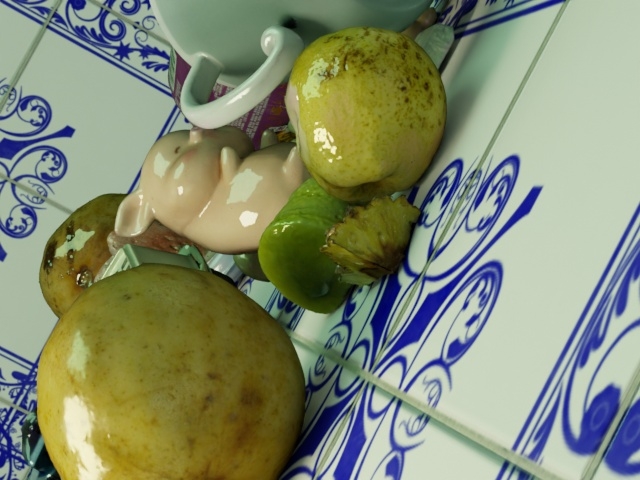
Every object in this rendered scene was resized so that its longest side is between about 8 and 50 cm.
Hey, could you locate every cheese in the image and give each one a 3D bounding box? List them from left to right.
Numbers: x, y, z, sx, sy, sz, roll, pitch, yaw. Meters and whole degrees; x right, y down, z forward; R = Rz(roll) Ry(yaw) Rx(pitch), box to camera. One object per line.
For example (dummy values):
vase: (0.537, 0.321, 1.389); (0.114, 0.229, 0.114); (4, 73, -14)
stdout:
cheese: (-0.116, -0.001, 2.150); (0.244, 0.052, 0.135); (-53, 13, -10)

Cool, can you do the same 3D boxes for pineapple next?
pineapple: (0.047, 0.015, 1.394); (0.114, 0.077, 0.114); (-28, -21, -31)

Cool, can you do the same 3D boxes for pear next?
pear: (0.043, -0.124, 1.449); (0.178, 0.178, 0.178); (-58, 11, 19)

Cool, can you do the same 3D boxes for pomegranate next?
pomegranate: (-0.355, 0.058, 2.555); (0.281, 0.281, 0.281); (-58, 11, 19)
pomegranate: (-0.140, 0.148, 1.372); (0.260, 0.260, 0.260); (-58, 11, 19)

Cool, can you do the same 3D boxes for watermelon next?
watermelon: (-0.272, 0.067, 2.307); (0.318, 0.226, 0.148); (-11, 26, 51)

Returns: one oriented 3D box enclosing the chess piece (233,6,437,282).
chess piece: (0.004, -0.131, 1.799); (0.397, 0.117, 0.117); (-62, 11, 3)

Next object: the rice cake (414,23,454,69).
rice cake: (0.084, -0.143, 1.638); (0.221, 0.042, 0.080); (-63, 12, -6)

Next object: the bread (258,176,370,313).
bread: (0.000, 0.000, 1.514); (0.129, 0.111, 0.114); (-44, 12, 44)

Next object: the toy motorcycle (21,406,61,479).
toy motorcycle: (-0.333, 0.299, 2.121); (0.416, 0.172, 0.232); (-58, -4, -24)

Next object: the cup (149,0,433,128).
cup: (-0.036, -0.280, 1.591); (0.274, 0.259, 0.356); (-14, 46, 51)

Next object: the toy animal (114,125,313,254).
toy animal: (-0.099, -0.058, 1.693); (0.166, 0.250, 0.154); (-18, -65, -58)

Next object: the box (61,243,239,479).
box: (-0.199, 0.161, 1.713); (0.290, 0.166, 0.220); (-56, 38, 23)

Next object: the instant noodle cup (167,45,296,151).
instant noodle cup: (-0.076, -0.303, 2.140); (0.266, 0.340, 0.340); (114, 177, -54)
